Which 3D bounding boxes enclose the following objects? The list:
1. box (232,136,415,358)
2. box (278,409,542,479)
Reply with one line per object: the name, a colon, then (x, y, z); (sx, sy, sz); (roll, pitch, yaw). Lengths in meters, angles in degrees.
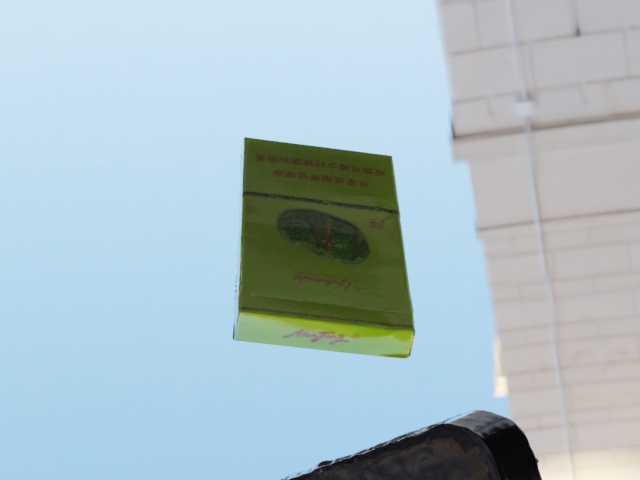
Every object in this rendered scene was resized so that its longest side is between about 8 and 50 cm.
box: (0.000, 0.000, 1.557); (0.187, 0.047, 0.335); (7, -145, -7)
box: (0.075, 0.287, 0.791); (0.211, 0.350, 0.058); (-25, 171, 35)
